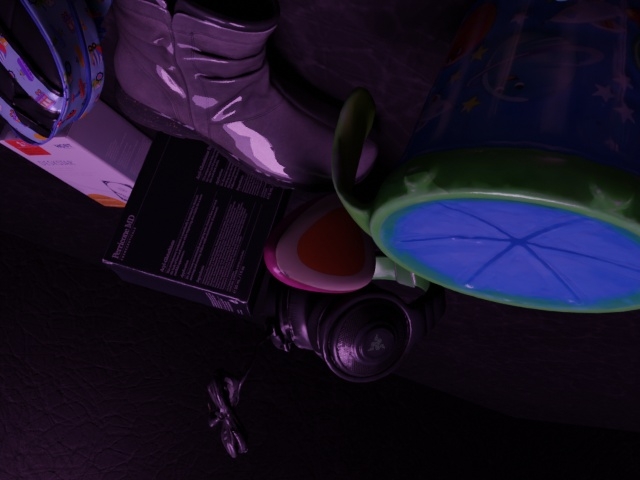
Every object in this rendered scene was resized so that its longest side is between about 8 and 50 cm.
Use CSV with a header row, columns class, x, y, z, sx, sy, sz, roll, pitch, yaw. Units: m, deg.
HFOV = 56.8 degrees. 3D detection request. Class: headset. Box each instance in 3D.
class,x,y,z,sx,sy,sz,roll,pitch,yaw
headset,0.012,0.135,0.842,0.394,0.185,0.243,-24,-155,-38

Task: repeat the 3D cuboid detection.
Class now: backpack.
class,x,y,z,sx,sy,sz,roll,pitch,yaw
backpack,-0.257,-0.183,0.532,0.173,0.117,0.158,55,135,0

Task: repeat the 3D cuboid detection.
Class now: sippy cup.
class,x,y,z,sx,sy,sz,roll,pitch,yaw
sippy cup,0.178,-0.083,0.484,0.305,0.224,0.240,20,162,-9

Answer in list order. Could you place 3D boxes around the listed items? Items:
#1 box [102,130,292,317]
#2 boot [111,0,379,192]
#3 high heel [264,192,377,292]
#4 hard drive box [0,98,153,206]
class,x,y,z,sx,sy,sz,roll,pitch,yaw
box,-0.140,-0.054,0.780,0.184,0.261,0.103,17,162,1
boot,-0.069,-0.171,0.635,0.338,0.118,0.223,14,156,-10
high heel,0.000,0.000,0.815,0.181,0.127,0.377,-6,-177,33
hard drive box,-0.376,-0.145,0.997,0.181,0.089,0.232,4,157,33
